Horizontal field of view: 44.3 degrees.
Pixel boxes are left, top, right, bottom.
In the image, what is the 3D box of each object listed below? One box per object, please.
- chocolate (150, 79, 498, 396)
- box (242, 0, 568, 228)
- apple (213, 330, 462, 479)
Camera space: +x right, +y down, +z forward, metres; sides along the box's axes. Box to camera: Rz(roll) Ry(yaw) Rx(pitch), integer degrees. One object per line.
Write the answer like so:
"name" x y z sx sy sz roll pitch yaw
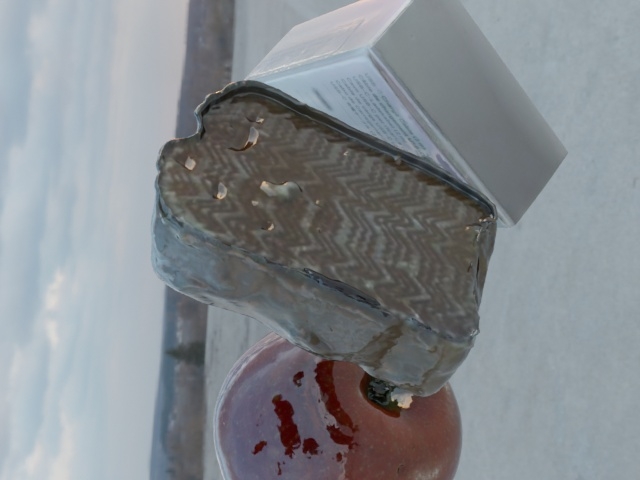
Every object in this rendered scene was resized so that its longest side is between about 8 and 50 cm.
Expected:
"chocolate" 0.000 0.000 0.500 0.148 0.214 0.093 -66 1 -46
"box" 0.065 -0.114 0.731 0.106 0.203 0.252 -50 23 -16
"apple" 0.027 0.270 1.135 0.277 0.349 0.348 -49 34 40
